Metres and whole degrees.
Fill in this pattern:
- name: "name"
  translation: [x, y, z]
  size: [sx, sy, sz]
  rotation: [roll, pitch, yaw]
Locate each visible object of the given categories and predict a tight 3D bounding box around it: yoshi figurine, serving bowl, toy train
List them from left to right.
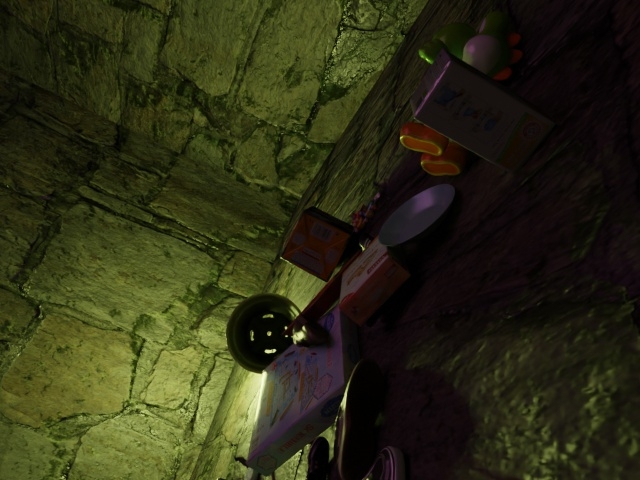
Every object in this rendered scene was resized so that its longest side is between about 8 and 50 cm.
- name: "serving bowl"
  translation: [-0.210, 0.729, 1.400]
  size: [0.083, 0.027, 0.083]
  rotation: [-61, 12, 22]
- name: "toy train"
  translation: [0.139, -0.095, 1.544]
  size: [0.166, 0.046, 0.125]
  rotation: [-54, 15, 47]
- name: "yoshi figurine"
  translation: [0.287, -0.338, 1.006]
  size: [0.362, 0.203, 0.203]
  rotation: [-63, 4, -9]

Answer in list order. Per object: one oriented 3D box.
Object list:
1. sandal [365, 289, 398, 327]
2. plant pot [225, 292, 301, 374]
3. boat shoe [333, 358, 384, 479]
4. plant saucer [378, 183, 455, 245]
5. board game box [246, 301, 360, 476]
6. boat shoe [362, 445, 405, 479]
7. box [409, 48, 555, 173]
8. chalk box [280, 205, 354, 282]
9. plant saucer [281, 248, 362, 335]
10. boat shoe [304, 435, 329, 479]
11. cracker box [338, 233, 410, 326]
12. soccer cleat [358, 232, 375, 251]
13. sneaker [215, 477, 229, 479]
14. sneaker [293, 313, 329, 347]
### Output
- name: "sandal"
  translation: [0.152, 0.125, 1.018]
  size: [0.067, 0.040, 0.179]
  rotation: [-44, 8, 49]
- name: "plant pot"
  translation: [-0.193, 0.342, 1.676]
  size: [0.254, 0.276, 0.276]
  rotation: [108, -175, -76]
- name: "boat shoe"
  translation: [0.062, 0.331, 0.844]
  size: [0.073, 0.080, 0.223]
  rotation: [-44, 27, 50]
- name: "plant saucer"
  translation: [0.213, -0.044, 0.982]
  size: [0.195, 0.037, 0.195]
  rotation: [-38, 16, 13]
- name: "board game box"
  translation: [-0.035, 0.347, 1.112]
  size: [0.318, 0.066, 0.318]
  rotation: [-44, 17, 18]
- name: "boat shoe"
  translation: [0.063, 0.412, 0.673]
  size: [0.219, 0.070, 0.078]
  rotation: [-68, 11, -17]
- name: "box"
  translation: [0.267, -0.218, 0.771]
  size: [0.103, 0.203, 0.114]
  rotation: [-58, 11, 31]
- name: "chalk box"
  translation: [0.000, 0.000, 1.579]
  size: [0.179, 0.180, 0.289]
  rotation: [-63, -3, 10]
- name: "plant saucer"
  translation: [0.016, 0.168, 1.346]
  size: [0.258, 0.048, 0.259]
  rotation: [-45, -3, -38]
- name: "boat shoe"
  translation: [-0.005, 0.474, 0.937]
  size: [0.042, 0.049, 0.132]
  rotation: [-36, 32, 58]
- name: "cracker box"
  translation: [0.118, 0.077, 1.036]
  size: [0.155, 0.067, 0.232]
  rotation: [-48, 7, 14]
- name: "soccer cleat"
  translation: [0.148, 0.020, 1.231]
  size: [0.072, 0.060, 0.179]
  rotation: [-51, 21, 20]
- name: "sneaker"
  translation: [-0.303, 0.845, 1.312]
  size: [0.147, 0.130, 0.330]
  rotation: [-58, 12, 20]
- name: "sneaker"
  translation: [-0.029, 0.240, 1.134]
  size: [0.188, 0.066, 0.071]
  rotation: [-160, 94, -79]
